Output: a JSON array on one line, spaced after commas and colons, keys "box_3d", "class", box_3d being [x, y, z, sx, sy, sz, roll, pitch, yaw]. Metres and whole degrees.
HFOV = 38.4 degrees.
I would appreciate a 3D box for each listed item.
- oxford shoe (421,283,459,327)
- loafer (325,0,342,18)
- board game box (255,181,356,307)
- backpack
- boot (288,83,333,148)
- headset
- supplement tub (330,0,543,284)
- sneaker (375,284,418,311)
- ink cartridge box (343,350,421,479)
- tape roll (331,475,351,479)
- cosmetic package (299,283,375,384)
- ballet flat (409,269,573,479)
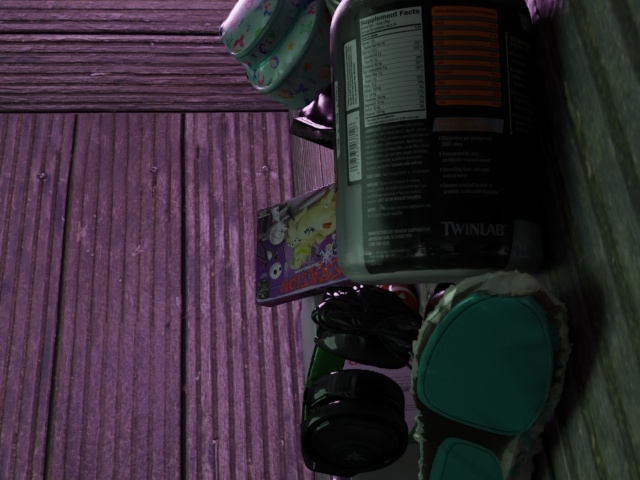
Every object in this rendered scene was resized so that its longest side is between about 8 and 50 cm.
[{"box_3d": [0.164, 0.103, 1.111, 0.227, 0.082, 0.096, -117, 31, -74], "class": "oxford shoe"}, {"box_3d": [0.081, -0.365, 1.570, 0.111, 0.112, 0.319, 70, -177, -49], "class": "loafer"}, {"box_3d": [0.000, 0.000, 1.808, 0.347, 0.056, 0.208, -19, 68, 43], "class": "board game box"}, {"box_3d": [-0.058, -0.374, 1.696, 0.225, 0.191, 0.253, -49, 43, 21], "class": "backpack"}, {"box_3d": [0.067, -0.296, 1.756, 0.348, 0.131, 0.260, 29, 98, 57], "class": "boot"}, {"box_3d": [0.027, 0.155, 1.136, 0.394, 0.185, 0.243, 134, 148, -65], "class": "headset"}, {"box_3d": [0.114, -0.127, 0.933, 0.207, 0.207, 0.338, 135, 134, -82], "class": "supplement tub"}, {"box_3d": [0.123, 0.149, 1.608, 0.128, 0.087, 0.221, -85, 10, -59], "class": "sneaker"}, {"box_3d": [0.107, 0.257, 1.350, 0.208, 0.153, 0.087, -100, 9, -61], "class": "ink cartridge box"}, {"box_3d": [0.070, 0.501, 2.110, 0.189, 0.080, 0.189, 178, 90, -84], "class": "tape roll"}, {"box_3d": [0.044, 0.173, 1.914, 0.217, 0.156, 0.385, 107, 162, -65], "class": "cosmetic package"}, {"box_3d": [0.164, 0.160, 0.933, 0.147, 0.147, 0.409, -98, 9, -49], "class": "ballet flat"}]
